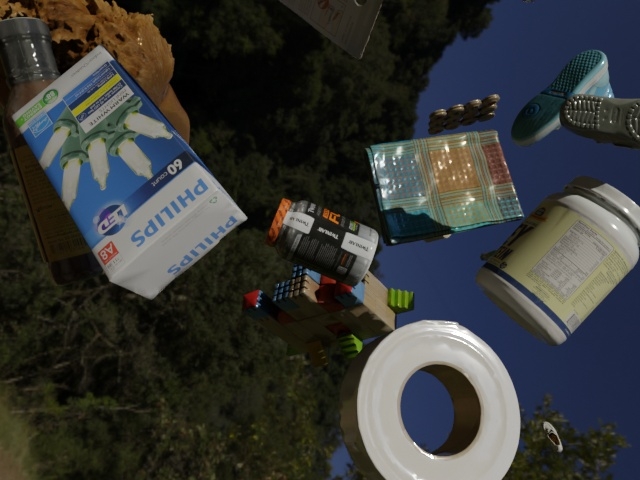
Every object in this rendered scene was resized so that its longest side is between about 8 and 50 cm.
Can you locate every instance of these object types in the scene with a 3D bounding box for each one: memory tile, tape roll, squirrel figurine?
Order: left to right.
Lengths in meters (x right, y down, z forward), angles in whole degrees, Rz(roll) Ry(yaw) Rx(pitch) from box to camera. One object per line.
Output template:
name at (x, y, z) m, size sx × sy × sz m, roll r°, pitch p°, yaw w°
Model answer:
squirrel figurine at (-0.459, -0.300, 1.002) m, size 0.281 × 0.370 × 0.397 m, roll -48°, pitch 167°, yaw -42°
tape roll at (0.177, 0.276, 0.897) m, size 0.100 × 0.286 × 0.286 m, roll 128°, pitch -38°, yaw -66°
memory tile at (0.301, -0.263, 1.159) m, size 0.113 × 0.147 × 0.012 m, roll 53°, pitch 22°, yaw -77°

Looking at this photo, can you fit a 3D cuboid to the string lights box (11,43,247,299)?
string lights box at (-0.208, -0.079, 0.586) m, size 0.260 × 0.133 × 0.077 m, roll 48°, pitch -2°, yaw 26°

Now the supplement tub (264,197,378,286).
supplement tub at (0.000, 0.000, 1.010) m, size 0.117 × 0.190 × 0.117 m, roll -157°, pitch -90°, yaw -84°

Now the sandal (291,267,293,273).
sandal at (-0.039, 0.133, 1.615) m, size 0.265 × 0.076 × 0.102 m, roll 57°, pitch -11°, yaw 45°

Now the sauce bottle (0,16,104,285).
sauce bottle at (-0.355, -0.116, 0.738) m, size 0.111 × 0.111 × 0.345 m, roll -165°, pitch -119°, yaw -73°

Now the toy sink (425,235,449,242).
toy sink at (0.352, -0.095, 1.641) m, size 0.153 × 0.131 × 0.234 m, roll 50°, pitch -13°, yaw -4°

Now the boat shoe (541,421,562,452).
boat shoe at (0.668, 0.561, 1.585) m, size 0.100 × 0.035 × 0.035 m, roll -94°, pitch 168°, yaw -57°

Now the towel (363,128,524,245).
towel at (0.313, -0.146, 1.403) m, size 0.040 × 0.369 × 0.272 m, roll 107°, pitch -28°, yaw -73°

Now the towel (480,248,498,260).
towel at (0.558, 0.033, 1.606) m, size 0.152 × 0.113 × 0.023 m, roll 145°, pitch -54°, yaw -59°

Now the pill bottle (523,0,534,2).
pill bottle at (0.524, -0.621, 1.087) m, size 0.169 × 0.301 × 0.169 m, roll 58°, pitch 15°, yaw -26°

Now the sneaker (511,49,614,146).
sneaker at (0.684, -0.337, 1.510) m, size 0.319 × 0.208 × 0.127 m, roll -45°, pitch -142°, yaw 6°

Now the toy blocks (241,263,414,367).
toy blocks at (-0.005, 0.150, 1.322) m, size 0.381 × 0.261 × 0.191 m, roll -20°, pitch -136°, yaw 32°

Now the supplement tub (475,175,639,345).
supplement tub at (0.532, 0.043, 1.212) m, size 0.325 × 0.235 × 0.235 m, roll -48°, pitch -157°, yaw 2°

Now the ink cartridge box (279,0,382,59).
ink cartridge box at (0.006, -0.273, 0.483) m, size 0.179 × 0.045 × 0.145 m, roll 42°, pitch -44°, yaw 17°

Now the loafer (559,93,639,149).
loafer at (0.598, -0.236, 1.095) m, size 0.087 × 0.251 × 0.095 m, roll -20°, pitch 126°, yaw -84°
